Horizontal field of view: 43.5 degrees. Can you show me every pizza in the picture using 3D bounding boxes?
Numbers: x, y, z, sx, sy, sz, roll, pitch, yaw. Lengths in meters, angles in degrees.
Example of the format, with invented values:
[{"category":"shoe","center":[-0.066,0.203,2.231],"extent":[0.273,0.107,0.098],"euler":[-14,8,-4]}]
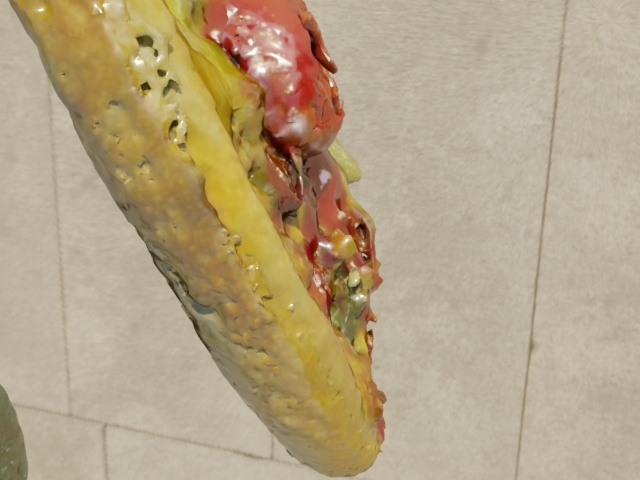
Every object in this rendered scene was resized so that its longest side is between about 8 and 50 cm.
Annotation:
[{"category":"pizza","center":[-0.036,-0.096,0.565],"extent":[0.130,0.406,0.440],"euler":[-17,117,15]}]

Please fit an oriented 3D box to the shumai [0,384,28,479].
[{"category":"shumai","center":[-0.621,0.342,1.106],"extent":[0.323,0.324,0.398],"euler":[6,108,28]}]
